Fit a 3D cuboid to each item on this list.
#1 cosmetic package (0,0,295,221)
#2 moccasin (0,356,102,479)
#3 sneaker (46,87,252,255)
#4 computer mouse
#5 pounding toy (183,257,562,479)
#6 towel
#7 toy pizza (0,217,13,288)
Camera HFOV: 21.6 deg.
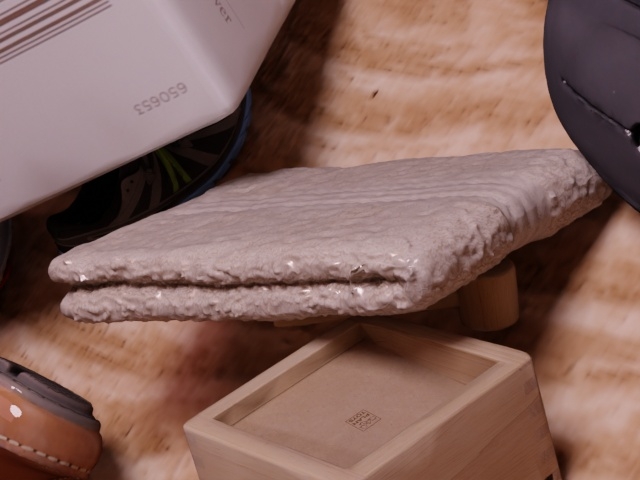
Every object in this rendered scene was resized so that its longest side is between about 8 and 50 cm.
[{"bbox_3d":[-0.216,-0.248,1.152,0.327,0.329,0.393,-23,25,29],"label":"cosmetic package"},{"bbox_3d":[-0.288,0.153,1.086,0.380,0.139,0.147,-9,56,35],"label":"moccasin"},{"bbox_3d":[-0.117,-0.058,1.163,0.188,0.078,0.067,-51,38,-7],"label":"sneaker"},{"bbox_3d":[0.168,-0.075,0.838,0.072,0.188,0.272,-11,31,-9],"label":"computer mouse"},{"bbox_3d":[0.039,0.092,0.873,0.206,0.094,0.181,-31,27,-33],"label":"pounding toy"},{"bbox_3d":[0.000,0.000,0.942,0.282,0.049,0.187,-3,18,41],"label":"towel"},{"bbox_3d":[-0.305,0.044,1.288,0.201,0.032,0.201,-26,42,26],"label":"toy pizza"}]
